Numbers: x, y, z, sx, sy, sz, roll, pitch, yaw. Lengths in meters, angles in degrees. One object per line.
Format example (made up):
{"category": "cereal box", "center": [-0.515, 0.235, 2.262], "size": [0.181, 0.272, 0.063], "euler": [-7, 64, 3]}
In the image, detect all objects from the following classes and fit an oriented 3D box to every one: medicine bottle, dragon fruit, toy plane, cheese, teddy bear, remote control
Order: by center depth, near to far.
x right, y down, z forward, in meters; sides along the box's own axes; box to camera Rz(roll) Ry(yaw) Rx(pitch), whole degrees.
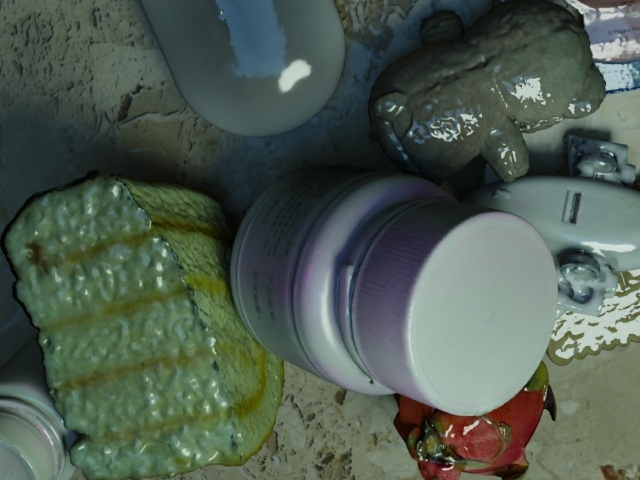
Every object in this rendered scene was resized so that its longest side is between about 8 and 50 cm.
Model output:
{"category": "medicine bottle", "center": [0.075, 0.048, 0.988], "size": [0.256, 0.325, 0.256], "euler": [-6, 101, -35]}
{"category": "cheese", "center": [0.350, -0.313, 1.020], "size": [0.189, 0.074, 0.285], "euler": [-9, 110, 10]}
{"category": "teddy bear", "center": [0.185, -0.180, 1.038], "size": [0.267, 0.151, 0.236], "euler": [-28, 73, 0]}
{"category": "toy plane", "center": [0.293, -0.021, 1.059], "size": [0.252, 0.118, 0.252], "euler": [-5, 65, 10]}
{"category": "remote control", "center": [-0.100, -0.287, 1.064], "size": [0.221, 0.103, 0.332], "euler": [-21, 105, 6]}
{"category": "dragon fruit", "center": [0.188, 0.194, 1.123], "size": [0.224, 0.227, 0.224], "euler": [-1, 118, -1]}
{"category": "medicine bottle", "center": [-0.382, 0.243, 1.171], "size": [0.170, 0.293, 0.170], "euler": [2, 107, 5]}

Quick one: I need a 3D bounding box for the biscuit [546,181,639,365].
{"category": "biscuit", "center": [0.419, 0.026, 1.137], "size": [0.325, 0.044, 0.217], "euler": [-21, 103, 14]}

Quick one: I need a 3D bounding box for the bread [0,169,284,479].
{"category": "bread", "center": [-0.207, 0.084, 1.125], "size": [0.239, 0.264, 0.395], "euler": [-12, 103, 19]}
